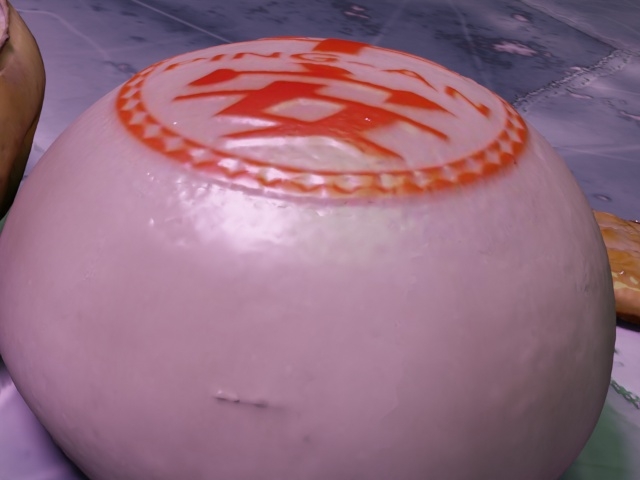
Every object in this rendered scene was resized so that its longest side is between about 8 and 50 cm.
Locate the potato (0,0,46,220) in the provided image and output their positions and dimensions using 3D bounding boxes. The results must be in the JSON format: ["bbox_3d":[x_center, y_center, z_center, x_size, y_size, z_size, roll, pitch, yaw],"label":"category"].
[{"bbox_3d":[-0.191,-0.038,0.459,0.200,0.081,0.164,15,51,37],"label":"potato"}]

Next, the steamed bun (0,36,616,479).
[{"bbox_3d":[0.000,0.000,0.425,0.232,0.145,0.232,10,27,-5],"label":"steamed bun"}]

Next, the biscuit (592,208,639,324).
[{"bbox_3d":[0.112,-0.004,0.610,0.247,0.029,0.118,15,26,5],"label":"biscuit"}]
